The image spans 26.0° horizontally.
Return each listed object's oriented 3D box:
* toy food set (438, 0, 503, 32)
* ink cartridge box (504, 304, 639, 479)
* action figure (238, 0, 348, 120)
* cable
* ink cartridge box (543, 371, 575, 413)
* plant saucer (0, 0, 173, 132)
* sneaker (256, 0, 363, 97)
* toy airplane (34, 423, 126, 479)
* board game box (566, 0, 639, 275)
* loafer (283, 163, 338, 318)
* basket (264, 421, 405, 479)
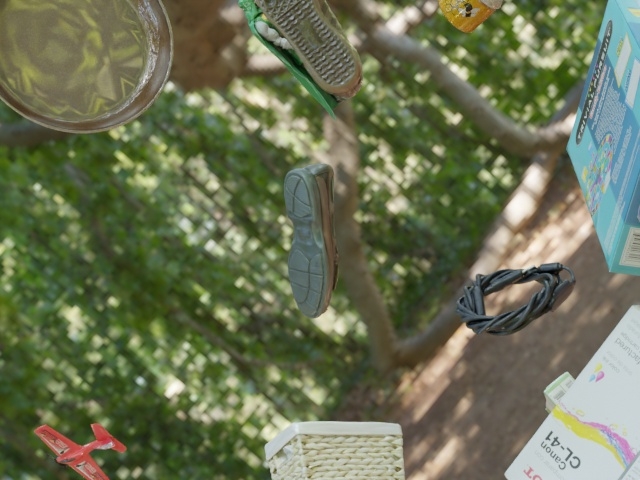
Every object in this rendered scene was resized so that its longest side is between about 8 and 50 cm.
[{"bbox_3d":[0.095,-0.290,1.115,0.104,0.232,0.111,-42,-12,31],"label":"toy food set"},{"bbox_3d":[0.427,0.270,1.832,0.131,0.226,0.306,9,-60,-53],"label":"ink cartridge box"},{"bbox_3d":[-0.041,-0.304,2.168,0.063,0.232,0.137,-38,28,27],"label":"action figure"},{"bbox_3d":[0.261,0.077,1.935,0.150,0.047,0.184,7,31,37],"label":"cable"},{"bbox_3d":[0.429,0.301,2.199,0.056,0.171,0.235,-41,-16,1],"label":"ink cartridge box"},{"bbox_3d":[-0.376,-0.302,2.089,0.311,0.310,0.050,-51,7,-26],"label":"plant saucer"},{"bbox_3d":[-0.017,-0.226,1.428,0.066,0.188,0.071,-28,-11,4],"label":"sneaker"},{"bbox_3d":[-0.353,0.311,2.071,0.151,0.151,0.028,-47,15,45],"label":"toy airplane"},{"bbox_3d":[0.419,-0.149,1.829,0.336,0.079,0.254,-90,9,-58],"label":"board game box"},{"bbox_3d":[0.000,0.000,2.335,0.084,0.268,0.096,-23,29,-39],"label":"loafer"},{"bbox_3d":[0.022,0.312,1.884,0.113,0.167,0.103,134,135,-53],"label":"basket"}]
